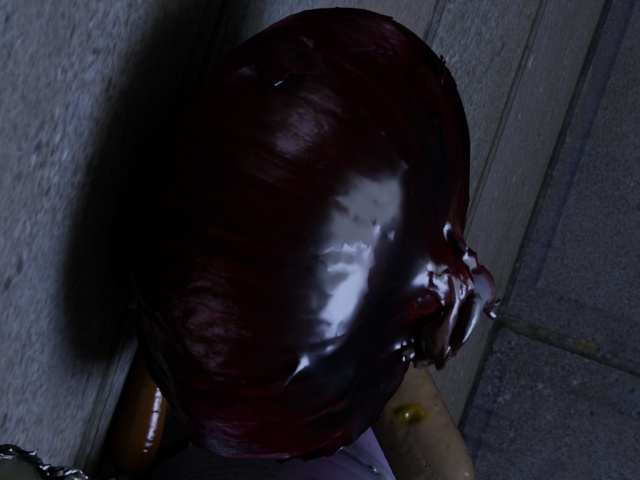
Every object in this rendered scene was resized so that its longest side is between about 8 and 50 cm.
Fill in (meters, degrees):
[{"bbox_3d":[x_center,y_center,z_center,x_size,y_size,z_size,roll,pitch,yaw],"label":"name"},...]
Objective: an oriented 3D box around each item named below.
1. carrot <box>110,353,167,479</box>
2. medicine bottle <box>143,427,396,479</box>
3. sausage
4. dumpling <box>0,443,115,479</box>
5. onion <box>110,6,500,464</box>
[{"bbox_3d":[-0.121,0.107,1.386,0.035,0.035,0.142,11,94,-78],"label":"carrot"},{"bbox_3d":[-0.041,0.265,1.463,0.325,0.256,0.256,-66,172,-70],"label":"medicine bottle"},{"bbox_3d":[0.031,0.063,1.456,0.301,0.066,0.066,65,17,0],"label":"sausage"},{"bbox_3d":[-0.182,0.178,1.110,0.166,0.086,0.332,-27,148,-22],"label":"dumpling"},{"bbox_3d":[0.000,0.000,1.262,0.314,0.232,0.314,-52,153,-41],"label":"onion"}]
